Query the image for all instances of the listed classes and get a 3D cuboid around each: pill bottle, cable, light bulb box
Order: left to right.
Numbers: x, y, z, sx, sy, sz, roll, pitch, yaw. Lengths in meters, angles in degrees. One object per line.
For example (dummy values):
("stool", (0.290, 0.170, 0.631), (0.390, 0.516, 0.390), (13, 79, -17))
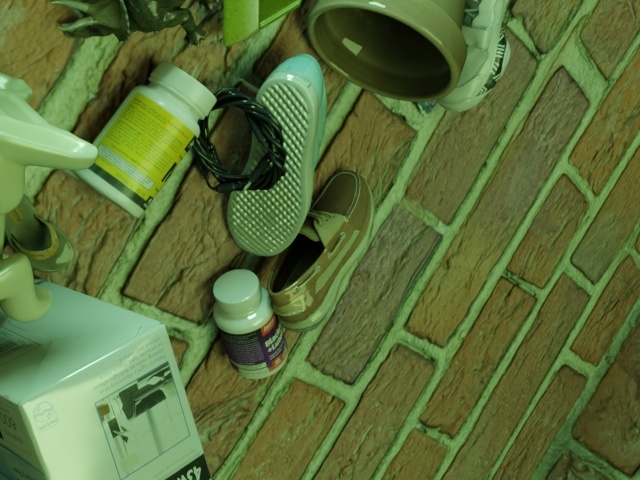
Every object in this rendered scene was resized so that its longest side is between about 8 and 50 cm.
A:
("light bulb box", (-0.345, 0.279, 1.651), (0.225, 0.358, 0.361), (-29, 116, -33))
("pill bottle", (-0.249, -0.148, 1.732), (0.208, 0.119, 0.119), (-55, 143, -5))
("cable", (-0.128, -0.151, 1.858), (0.047, 0.151, 0.184), (-63, 154, -53))
("pill bottle", (-0.125, 0.143, 2.087), (0.108, 0.108, 0.193), (-40, 140, -24))

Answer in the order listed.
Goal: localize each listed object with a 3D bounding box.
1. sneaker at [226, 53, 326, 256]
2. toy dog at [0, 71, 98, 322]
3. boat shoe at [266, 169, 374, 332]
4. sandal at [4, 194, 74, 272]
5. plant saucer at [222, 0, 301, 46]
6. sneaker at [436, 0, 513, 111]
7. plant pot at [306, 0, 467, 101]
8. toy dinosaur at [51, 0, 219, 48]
("sneaker", (-0.053, -0.138, 1.966), (0.150, 0.135, 0.366), (-60, 172, -51))
("toy dog", (-0.497, 0.013, 1.427), (0.395, 0.285, 0.407), (2, 114, -50))
("boat shoe", (0.000, 0.000, 2.078), (0.116, 0.123, 0.324), (53, 47, -42))
("sandal", (-0.405, -0.007, 1.707), (0.072, 0.049, 0.180), (-47, 142, -16))
("plant saucer", (-0.076, -0.396, 1.777), (0.188, 0.045, 0.188), (-43, 144, -49))
("sneaker", (0.258, -0.421, 2.125), (0.210, 0.137, 0.365), (19, 94, -52))
("plant pot", (0.138, -0.387, 1.940), (0.229, 0.263, 0.263), (-66, 147, -21))
("toy dinosaur", (-0.205, -0.363, 1.635), (0.313, 0.121, 0.160), (-52, 157, -3))
